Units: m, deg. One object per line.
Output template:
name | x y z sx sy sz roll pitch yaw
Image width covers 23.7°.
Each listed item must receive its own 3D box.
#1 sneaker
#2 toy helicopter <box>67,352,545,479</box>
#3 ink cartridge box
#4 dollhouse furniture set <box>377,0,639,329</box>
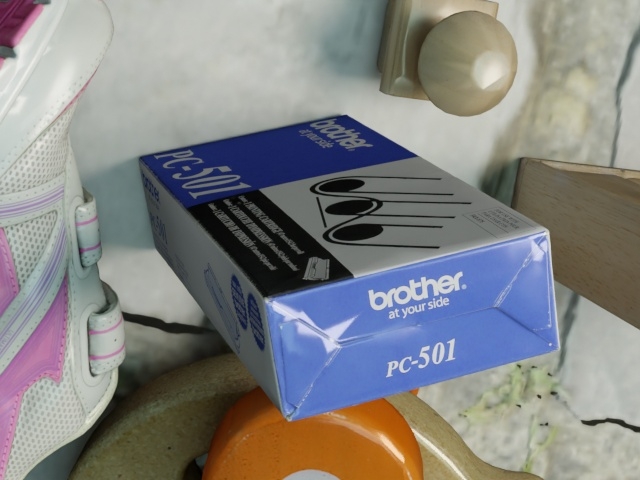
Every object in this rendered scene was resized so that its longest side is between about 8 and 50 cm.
sneaker | -0.127 0.018 0.602 0.111 0.103 0.252 17 105 -25
toy helicopter | 0.032 0.198 0.670 0.355 0.140 0.235 43 108 -13
ink cartridge box | 0.000 0.000 0.572 0.097 0.207 0.046 -13 108 -15
dollhouse furniture set | 0.205 -0.139 0.621 0.303 0.174 0.355 6 102 -20
